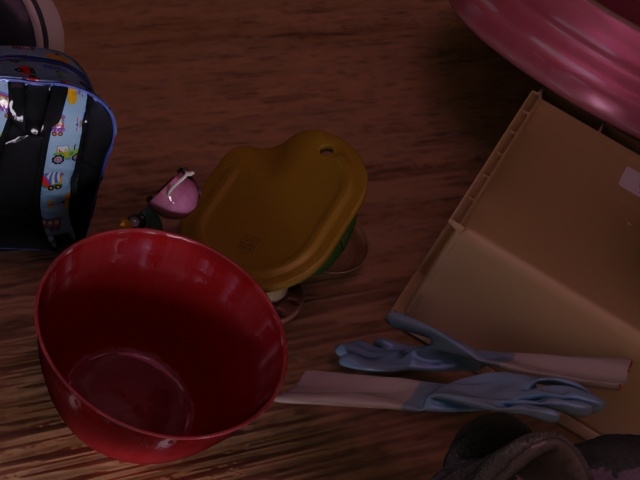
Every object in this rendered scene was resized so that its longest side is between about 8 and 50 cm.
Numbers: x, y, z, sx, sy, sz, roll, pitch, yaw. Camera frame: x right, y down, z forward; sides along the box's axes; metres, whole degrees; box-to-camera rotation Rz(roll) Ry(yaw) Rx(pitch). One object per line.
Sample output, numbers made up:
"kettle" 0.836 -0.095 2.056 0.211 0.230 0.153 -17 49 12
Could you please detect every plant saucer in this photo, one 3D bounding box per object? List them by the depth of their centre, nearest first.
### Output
"plant saucer" 0.000 0.000 1.371 0.083 0.015 0.083 13 45 -14
"plant saucer" 0.286 -0.193 1.574 0.332 0.084 0.332 25 20 -10

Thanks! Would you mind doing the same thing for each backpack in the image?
"backpack" -0.236 -0.079 1.213 0.158 0.173 0.117 4 47 -22

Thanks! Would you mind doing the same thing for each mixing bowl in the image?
"mixing bowl" -0.125 0.091 1.155 0.181 0.098 0.181 14 45 -15

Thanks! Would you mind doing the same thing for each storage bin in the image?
"storage bin" 0.237 0.023 1.390 0.262 0.123 0.260 31 42 5

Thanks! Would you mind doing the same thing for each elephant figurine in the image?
"elephant figurine" 0.139 0.194 1.135 0.239 0.169 0.186 20 48 -13

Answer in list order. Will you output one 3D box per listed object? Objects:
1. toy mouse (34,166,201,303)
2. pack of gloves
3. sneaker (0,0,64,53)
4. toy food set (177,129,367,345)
"toy mouse" -0.130 -0.014 1.247 0.031 0.161 0.143 48 30 -3
"pack of gloves" 0.104 0.087 1.205 0.232 0.046 0.195 3 8 17
"sneaker" -0.351 -0.210 1.324 0.321 0.126 0.127 36 37 26
"toy food set" -0.044 0.006 1.301 0.128 0.071 0.218 19 53 21
